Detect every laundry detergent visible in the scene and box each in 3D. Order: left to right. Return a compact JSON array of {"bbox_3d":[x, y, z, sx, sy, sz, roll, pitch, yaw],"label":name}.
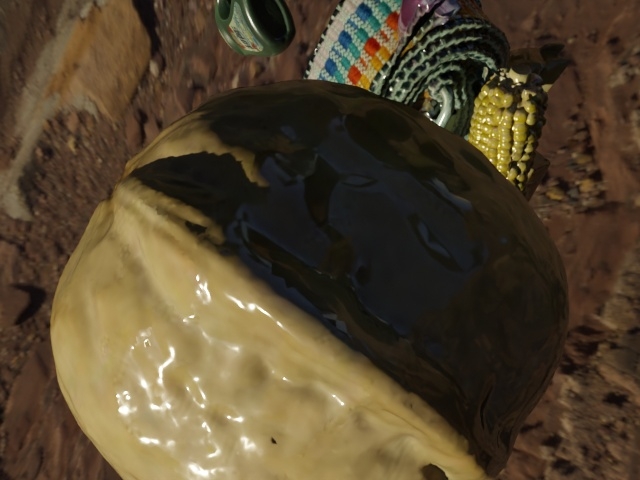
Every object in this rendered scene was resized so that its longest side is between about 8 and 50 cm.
[{"bbox_3d":[-0.129,-0.380,1.804,0.078,0.221,0.144,-37,111,-17],"label":"laundry detergent"}]

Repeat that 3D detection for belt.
[{"bbox_3d":[0.104,-0.173,1.213,0.206,0.160,0.295,-2,134,-38],"label":"belt"}]

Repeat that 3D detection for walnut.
[{"bbox_3d":[-0.011,0.059,0.797,0.381,0.381,0.381,0,89,-6],"label":"walnut"}]

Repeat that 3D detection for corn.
[{"bbox_3d":[0.203,-0.064,1.215,0.086,0.086,0.288,1,122,-6],"label":"corn"}]

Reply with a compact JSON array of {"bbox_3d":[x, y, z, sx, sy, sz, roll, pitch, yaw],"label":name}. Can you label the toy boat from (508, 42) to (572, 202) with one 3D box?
[{"bbox_3d":[0.227,-0.081,1.503,0.162,0.136,0.445,21,118,-6],"label":"toy boat"}]
